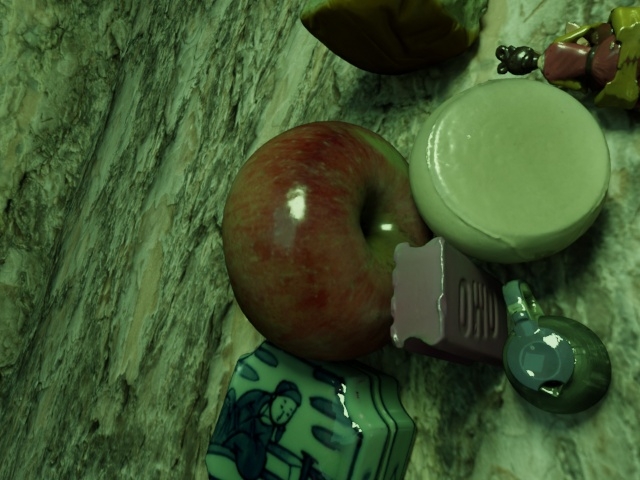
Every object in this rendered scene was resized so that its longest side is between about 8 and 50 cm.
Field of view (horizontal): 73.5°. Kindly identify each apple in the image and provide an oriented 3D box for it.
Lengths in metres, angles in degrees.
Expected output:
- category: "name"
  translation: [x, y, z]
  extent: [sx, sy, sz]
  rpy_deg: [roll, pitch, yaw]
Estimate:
- category: "apple"
  translation: [0.000, 0.000, 0.626]
  extent: [0.269, 0.344, 0.345]
  rpy_deg: [-17, 63, 47]

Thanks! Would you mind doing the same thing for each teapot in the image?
- category: "teapot"
  translation: [0.261, 0.118, 0.486]
  extent: [0.111, 0.108, 0.149]
  rpy_deg: [2, 76, 40]

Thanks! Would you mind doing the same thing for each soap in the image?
- category: "soap"
  translation: [0.163, 0.084, 0.521]
  extent: [0.065, 0.203, 0.122]
  rpy_deg: [-11, 66, 38]

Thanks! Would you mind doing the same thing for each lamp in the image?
- category: "lamp"
  translation: [0.359, -0.227, 0.539]
  extent: [0.253, 0.118, 0.118]
  rpy_deg: [23, 89, 47]

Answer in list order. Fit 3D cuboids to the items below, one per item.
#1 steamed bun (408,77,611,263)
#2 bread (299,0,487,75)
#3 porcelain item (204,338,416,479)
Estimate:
- category: "steamed bun"
  translation: [0.228, -0.080, 0.551]
  extent: [0.231, 0.145, 0.232]
  rpy_deg: [-1, 76, 5]
- category: "bread"
  translation: [0.123, -0.405, 0.712]
  extent: [0.250, 0.279, 0.225]
  rpy_deg: [8, 93, 44]
- category: "porcelain item"
  translation: [-0.027, 0.304, 0.636]
  extent: [0.281, 0.157, 0.286]
  rpy_deg: [15, 84, 42]
